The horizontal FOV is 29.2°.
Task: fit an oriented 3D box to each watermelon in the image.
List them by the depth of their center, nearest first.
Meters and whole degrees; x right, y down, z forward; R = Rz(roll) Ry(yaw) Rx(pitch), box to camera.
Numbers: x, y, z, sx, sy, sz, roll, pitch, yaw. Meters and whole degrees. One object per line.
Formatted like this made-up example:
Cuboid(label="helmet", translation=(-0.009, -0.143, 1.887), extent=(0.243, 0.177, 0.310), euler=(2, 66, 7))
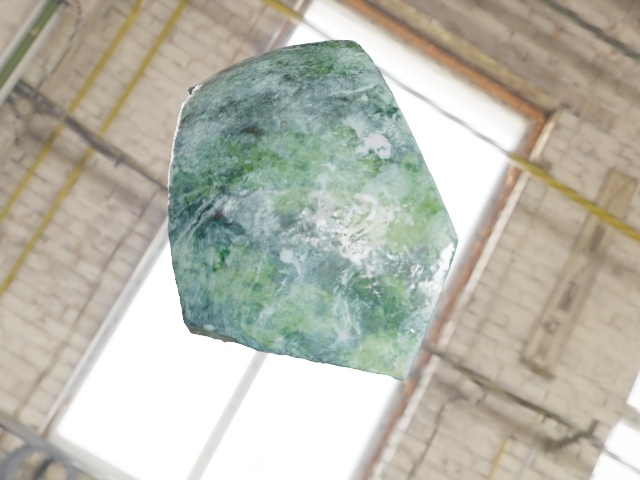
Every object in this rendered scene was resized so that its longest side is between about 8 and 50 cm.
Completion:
Cuboid(label="watermelon", translation=(0.000, 0.000, 1.096), extent=(0.228, 0.387, 0.258), euler=(-17, -41, 5))
